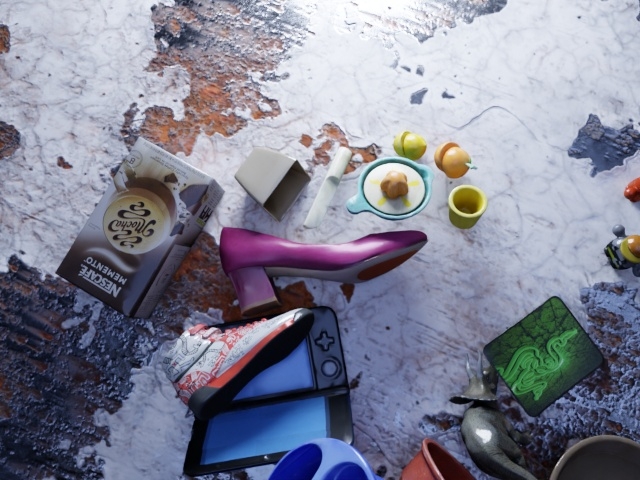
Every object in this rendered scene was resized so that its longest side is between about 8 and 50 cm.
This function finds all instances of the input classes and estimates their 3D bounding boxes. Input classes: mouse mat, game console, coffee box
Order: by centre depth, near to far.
[{"bbox_3d":[-0.100,0.256,1.241,0.293,0.173,0.250,-10,81,2],"label":"game console"},{"bbox_3d":[0.406,0.207,1.272,0.190,0.007,0.152,-33,81,-14],"label":"mouse mat"},{"bbox_3d":[-0.335,-0.019,1.326,0.168,0.119,0.297,29,85,7],"label":"coffee box"}]

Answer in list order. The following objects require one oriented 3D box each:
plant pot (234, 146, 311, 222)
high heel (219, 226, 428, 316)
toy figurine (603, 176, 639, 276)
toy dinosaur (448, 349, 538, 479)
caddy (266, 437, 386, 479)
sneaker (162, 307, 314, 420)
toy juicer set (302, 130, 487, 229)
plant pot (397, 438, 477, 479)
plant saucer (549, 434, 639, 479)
[{"bbox_3d":[-0.098,-0.115,1.335,0.096,0.109,0.109,34,85,20],"label":"plant pot"},{"bbox_3d":[0.000,0.000,1.304,0.378,0.127,0.181,-17,70,-5],"label":"high heel"},{"bbox_3d":[0.631,-0.018,1.238,0.213,0.148,0.209,24,84,7],"label":"toy figurine"},{"bbox_3d":[0.289,0.344,1.185,0.160,0.313,0.121,41,114,-13],"label":"toy dinosaur"},{"bbox_3d":[-0.007,0.469,1.035,0.241,0.179,0.341,9,72,47],"label":"caddy"},{"bbox_3d":[-0.151,0.177,1.239,0.270,0.090,0.145,-40,57,-17],"label":"sneaker"},{"bbox_3d":[0.133,-0.124,1.294,0.329,0.089,0.209,0,61,2],"label":"toy juicer set"},{"bbox_3d":[0.168,0.519,1.149,0.265,0.272,0.272,-44,81,5],"label":"plant pot"},{"bbox_3d":[0.485,0.461,1.145,0.278,0.041,0.277,6,65,-14],"label":"plant saucer"}]
